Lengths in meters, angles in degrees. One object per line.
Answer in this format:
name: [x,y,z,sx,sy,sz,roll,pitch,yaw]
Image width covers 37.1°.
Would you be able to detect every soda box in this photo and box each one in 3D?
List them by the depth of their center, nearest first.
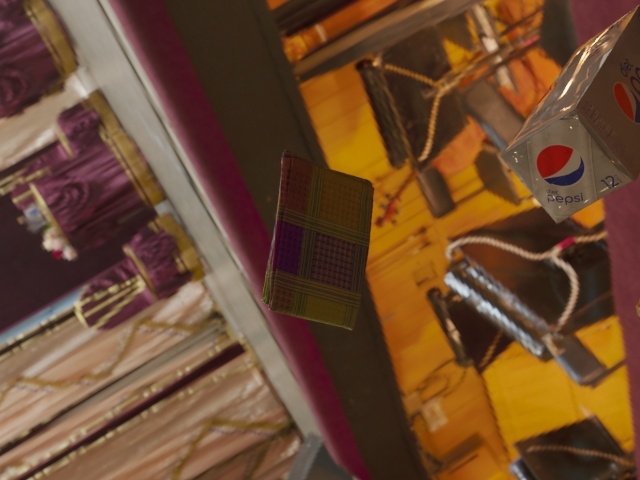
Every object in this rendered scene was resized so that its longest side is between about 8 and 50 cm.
soda box: [0.290,-0.138,0.985,0.091,0.286,0.098,49,133,-7]

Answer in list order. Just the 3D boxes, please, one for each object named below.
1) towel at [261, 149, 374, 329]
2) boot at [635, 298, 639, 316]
towel: [0.000,0.000,0.482,0.009,0.060,0.083,-13,66,52]
boot: [0.368,-0.063,0.792,0.104,0.295,0.211,12,117,66]
